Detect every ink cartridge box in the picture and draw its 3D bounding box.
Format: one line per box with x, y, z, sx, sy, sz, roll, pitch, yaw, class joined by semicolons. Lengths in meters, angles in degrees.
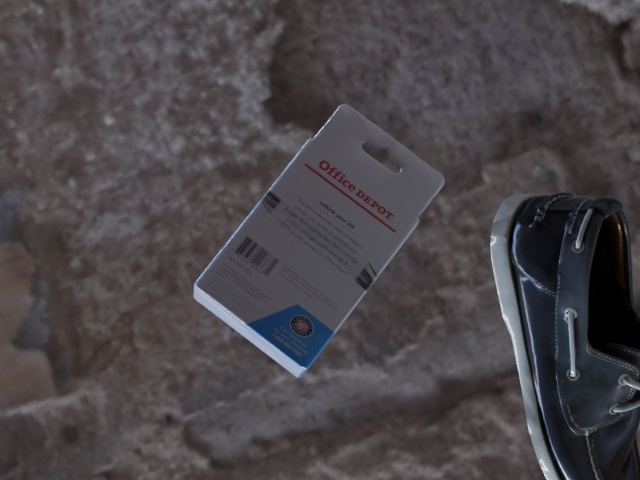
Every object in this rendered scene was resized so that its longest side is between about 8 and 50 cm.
0.000;0.000;1.019;0.104;0.180;0.060;37;167;4;ink cartridge box

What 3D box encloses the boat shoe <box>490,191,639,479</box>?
0.169;0.082;0.826;0.084;0.079;0.233;-37;-64;-50;boat shoe
